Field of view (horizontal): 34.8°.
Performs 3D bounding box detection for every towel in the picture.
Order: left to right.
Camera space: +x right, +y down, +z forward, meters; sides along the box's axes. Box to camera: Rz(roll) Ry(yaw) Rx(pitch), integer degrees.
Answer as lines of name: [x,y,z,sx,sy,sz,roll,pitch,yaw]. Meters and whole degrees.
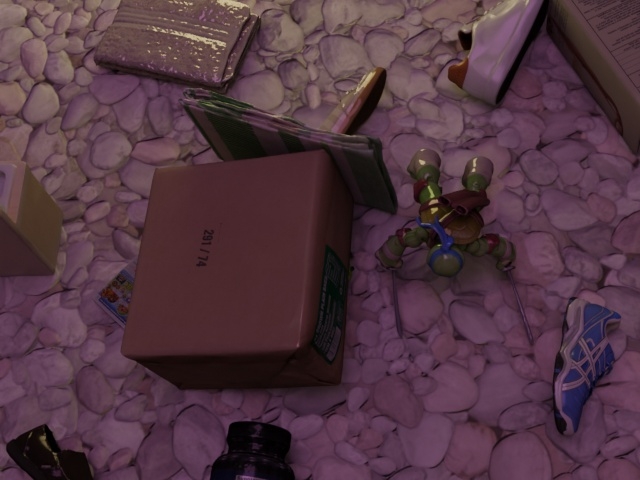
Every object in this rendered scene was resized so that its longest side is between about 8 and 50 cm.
towel: [-0.264,-0.376,1.874,0.282,0.049,0.187,13,67,15]
towel: [-0.044,-0.141,1.614,0.324,0.248,0.038,16,73,17]

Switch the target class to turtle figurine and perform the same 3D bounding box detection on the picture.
turtle figurine: [0.195,0.002,1.590,0.197,0.275,0.266,-16,40,26]

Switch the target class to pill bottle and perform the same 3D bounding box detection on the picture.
pill bottle: [-0.102,0.374,1.444,0.122,0.123,0.219,3,65,11]

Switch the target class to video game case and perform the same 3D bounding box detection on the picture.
video game case: [-0.304,0.080,1.680,0.087,0.011,0.122,39,76,22]

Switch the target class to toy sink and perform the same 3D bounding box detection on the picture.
toy sink: [-0.536,-0.046,1.654,0.152,0.234,0.131,-2,64,9]

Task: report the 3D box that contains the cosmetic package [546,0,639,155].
cosmetic package: [0.510,-0.308,1.673,0.153,0.129,0.296,-23,63,-4]

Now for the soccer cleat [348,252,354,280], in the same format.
soccer cleat: [0.000,0.000,1.651,0.072,0.060,0.179,-29,59,10]

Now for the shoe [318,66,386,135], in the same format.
shoe: [0.041,-0.213,1.731,0.058,0.076,0.219,29,74,15]

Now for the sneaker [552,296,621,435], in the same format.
sneaker: [0.384,0.182,1.483,0.081,0.080,0.211,10,68,17]

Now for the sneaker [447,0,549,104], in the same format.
sneaker: [0.311,-0.378,1.750,0.123,0.106,0.290,26,72,17]

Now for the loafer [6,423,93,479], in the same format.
loafer: [-0.378,0.349,1.522,0.220,0.080,0.078,36,75,23]

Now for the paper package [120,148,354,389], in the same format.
paper package: [-0.115,0.047,1.544,0.309,0.168,0.325,-5,62,23]
